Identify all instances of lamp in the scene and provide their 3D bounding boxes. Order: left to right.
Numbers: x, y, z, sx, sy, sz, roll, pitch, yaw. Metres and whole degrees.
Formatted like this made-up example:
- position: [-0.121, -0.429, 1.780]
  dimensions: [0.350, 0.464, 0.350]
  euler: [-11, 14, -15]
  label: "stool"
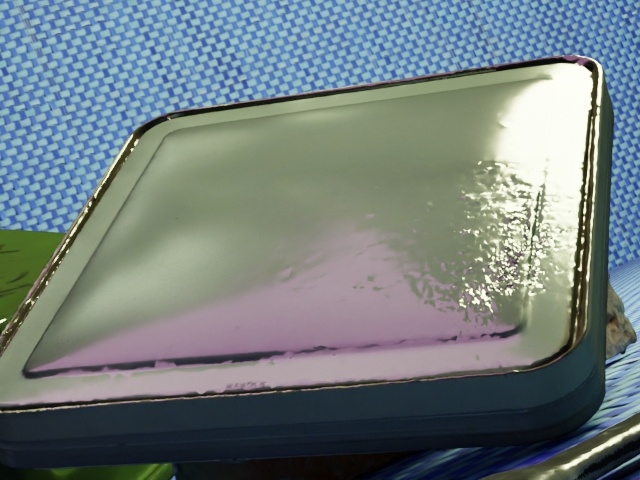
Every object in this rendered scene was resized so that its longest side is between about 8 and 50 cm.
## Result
- position: [0.000, 0.000, 0.622]
  dimensions: [0.269, 0.047, 0.266]
  euler: [-6, 34, 18]
  label: "lamp"

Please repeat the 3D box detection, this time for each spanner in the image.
- position: [0.126, 0.042, 0.401]
  dimensions: [0.254, 0.015, 0.054]
  euler: [-21, -6, -30]
  label: "spanner"

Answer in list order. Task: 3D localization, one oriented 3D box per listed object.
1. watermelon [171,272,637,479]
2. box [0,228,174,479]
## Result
- position: [0.040, 0.038, 0.721]
  dimensions: [0.257, 0.193, 0.140]
  euler: [-10, -3, 6]
  label: "watermelon"
- position: [-0.264, 0.088, 0.797]
  dimensions: [0.329, 0.178, 0.253]
  euler: [4, 16, 17]
  label: "box"
